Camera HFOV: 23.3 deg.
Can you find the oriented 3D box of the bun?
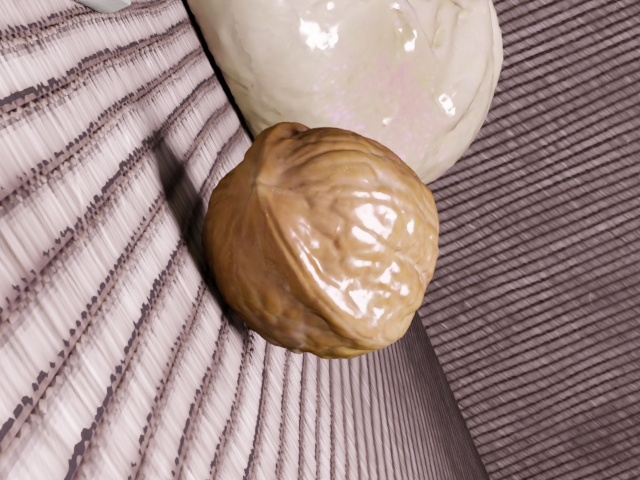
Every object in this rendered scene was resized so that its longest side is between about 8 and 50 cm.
[{"bbox_3d":[0.012,-0.207,1.190,0.361,0.213,0.361,-22,90,-84],"label":"bun"}]

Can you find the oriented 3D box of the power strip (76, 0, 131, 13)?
[{"bbox_3d":[-0.098,-0.117,0.643,0.090,0.016,0.040,-46,113,-86],"label":"power strip"}]

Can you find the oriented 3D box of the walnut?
[{"bbox_3d":[0.000,0.000,0.683,0.124,0.105,0.105,33,31,-55],"label":"walnut"}]
